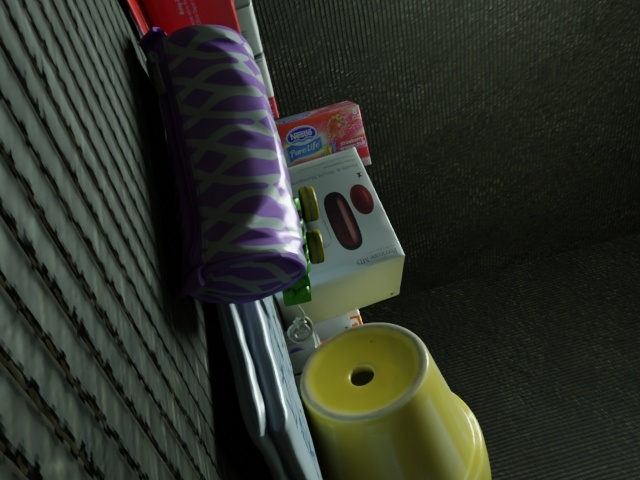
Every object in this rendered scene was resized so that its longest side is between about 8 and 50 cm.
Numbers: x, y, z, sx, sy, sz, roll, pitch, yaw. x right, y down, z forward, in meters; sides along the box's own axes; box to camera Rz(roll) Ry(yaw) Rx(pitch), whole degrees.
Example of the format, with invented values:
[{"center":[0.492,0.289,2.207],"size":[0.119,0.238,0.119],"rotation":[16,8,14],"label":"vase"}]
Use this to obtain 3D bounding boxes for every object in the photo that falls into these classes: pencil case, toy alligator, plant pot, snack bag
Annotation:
[{"center":[-0.071,-0.058,0.402],"size":[0.088,0.086,0.206],"rotation":[15,51,-52],"label":"pencil case"},{"center":[-0.024,0.020,0.472],"size":[0.051,0.056,0.190],"rotation":[-111,-168,-62],"label":"toy alligator"},{"center":[0.082,0.249,0.761],"size":[0.254,0.253,0.239],"rotation":[-108,178,-58],"label":"plant pot"},{"center":[-0.058,0.099,0.573],"size":[0.323,0.037,0.343],"rotation":[78,-6,-49],"label":"snack bag"}]

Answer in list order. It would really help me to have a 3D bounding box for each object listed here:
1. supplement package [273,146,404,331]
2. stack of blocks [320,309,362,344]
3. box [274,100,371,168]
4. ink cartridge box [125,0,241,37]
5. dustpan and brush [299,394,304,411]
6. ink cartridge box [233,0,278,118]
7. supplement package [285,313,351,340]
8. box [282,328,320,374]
[{"center":[0.000,0.000,0.891],"size":[0.149,0.194,0.203],"rotation":[83,-14,-62],"label":"supplement package"},{"center":[0.014,0.206,1.444],"size":[0.087,0.171,0.297],"rotation":[78,-4,-59],"label":"stack of blocks"},{"center":[-0.039,-0.192,1.189],"size":[0.123,0.256,0.128],"rotation":[-117,-168,-71],"label":"box"},{"center":[-0.127,-0.256,0.497],"size":[0.134,0.078,0.231],"rotation":[79,-3,-65],"label":"ink cartridge box"},{"center":[0.000,0.261,0.932],"size":[0.060,0.147,0.211],"rotation":[40,-44,9],"label":"dustpan and brush"},{"center":[-0.152,-0.338,0.984],"size":[0.237,0.100,0.172],"rotation":[78,-4,-56],"label":"ink cartridge box"},{"center":[-0.022,0.111,1.255],"size":[0.244,0.139,0.134],"rotation":[-113,-170,-74],"label":"supplement package"},{"center":[-0.030,0.189,0.961],"size":[0.324,0.067,0.063],"rotation":[87,-11,-77],"label":"box"}]
